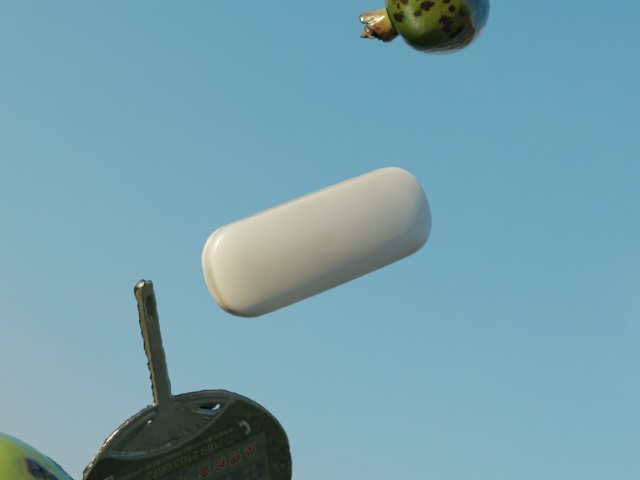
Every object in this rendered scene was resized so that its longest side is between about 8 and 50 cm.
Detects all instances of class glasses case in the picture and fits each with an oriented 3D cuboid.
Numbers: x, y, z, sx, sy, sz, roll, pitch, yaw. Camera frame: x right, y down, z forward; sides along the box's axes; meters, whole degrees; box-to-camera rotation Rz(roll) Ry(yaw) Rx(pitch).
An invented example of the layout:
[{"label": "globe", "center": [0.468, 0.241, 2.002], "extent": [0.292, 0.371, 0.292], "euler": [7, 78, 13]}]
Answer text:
[{"label": "glasses case", "center": [0.000, 0.000, 1.067], "extent": [0.049, 0.197, 0.076], "euler": [-8, -77, 64]}]

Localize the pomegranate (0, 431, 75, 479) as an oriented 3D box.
[{"label": "pomegranate", "center": [-0.253, 0.214, 0.799], "extent": [0.286, 0.231, 0.231], "euler": [9, -26, 41]}]

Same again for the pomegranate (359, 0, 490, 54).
[{"label": "pomegranate", "center": [0.102, -0.243, 1.419], "extent": [0.161, 0.122, 0.122], "euler": [-23, -45, 27]}]

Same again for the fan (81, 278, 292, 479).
[{"label": "fan", "center": [-0.142, 0.198, 1.129], "extent": [0.012, 0.223, 0.294], "euler": [31, -17, 49]}]
